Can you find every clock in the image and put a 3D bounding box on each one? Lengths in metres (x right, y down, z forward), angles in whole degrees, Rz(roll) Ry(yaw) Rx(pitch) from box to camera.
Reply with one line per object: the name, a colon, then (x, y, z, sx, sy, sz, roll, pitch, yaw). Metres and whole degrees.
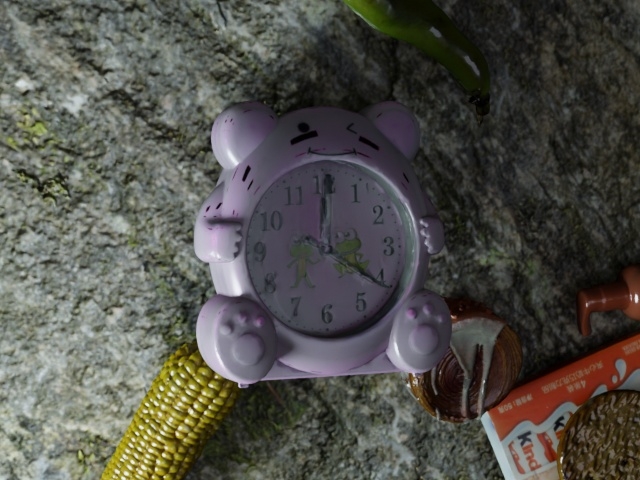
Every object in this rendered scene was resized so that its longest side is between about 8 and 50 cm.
clock: (0.000, 0.000, 1.555, 0.295, 0.113, 0.322, -2, 90, -18)

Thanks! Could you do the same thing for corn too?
corn: (-0.200, 0.259, 1.617, 0.102, 0.102, 0.313, 30, 97, -26)

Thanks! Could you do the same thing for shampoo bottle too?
shampoo bottle: (0.456, 0.067, 1.809, 0.244, 0.085, 0.085, -10, 111, -17)

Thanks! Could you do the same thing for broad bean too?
broad bean: (0.116, -0.250, 1.580, 0.325, 0.067, 0.075, 38, 100, -25)

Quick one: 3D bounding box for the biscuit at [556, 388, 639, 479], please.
biscuit: (0.400, 0.291, 1.783, 0.188, 0.027, 0.188, 1, 87, -12)

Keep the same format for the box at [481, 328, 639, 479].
box: (0.379, 0.287, 1.818, 0.273, 0.048, 0.265, -23, 90, -13)

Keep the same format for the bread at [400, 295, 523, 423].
bread: (0.181, 0.152, 1.738, 0.160, 0.073, 0.160, -6, 110, -15)
